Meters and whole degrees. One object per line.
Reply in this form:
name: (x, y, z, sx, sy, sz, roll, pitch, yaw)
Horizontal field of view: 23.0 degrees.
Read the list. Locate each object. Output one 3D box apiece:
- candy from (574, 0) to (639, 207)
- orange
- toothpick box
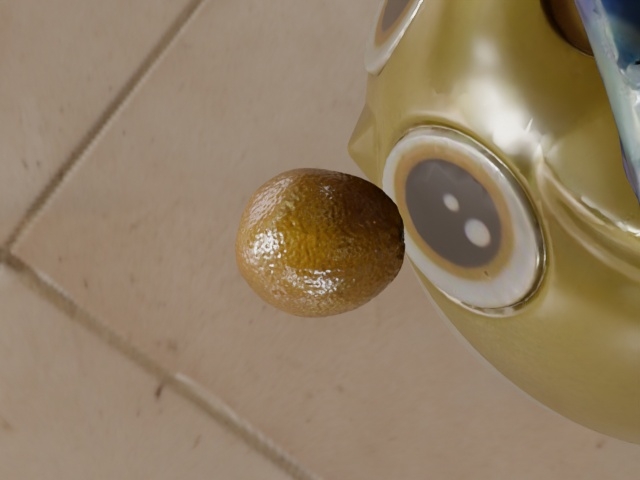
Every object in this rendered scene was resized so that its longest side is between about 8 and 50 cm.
candy: (0.141, 0.032, 0.378, 0.077, 0.187, 0.331, -29, 46, 3)
orange: (0.000, 0.000, 0.768, 0.085, 0.085, 0.085, 1, 80, -7)
toothpick box: (0.223, -0.079, 0.993, 0.408, 0.425, 0.409, -3, 71, 9)
